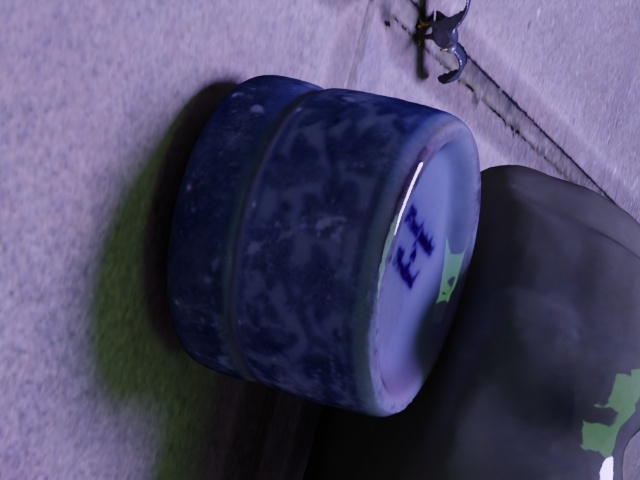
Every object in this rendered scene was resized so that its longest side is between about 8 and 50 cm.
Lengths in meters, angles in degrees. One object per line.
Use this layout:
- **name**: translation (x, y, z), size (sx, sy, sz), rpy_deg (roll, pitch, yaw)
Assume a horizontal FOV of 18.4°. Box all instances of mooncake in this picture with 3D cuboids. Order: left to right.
- **mooncake**: translation (0.090, 0.093, 1.057), size (0.275, 0.135, 0.275), rpy_deg (-157, -90, -82)

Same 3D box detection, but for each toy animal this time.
- **toy animal**: translation (0.073, -0.123, 1.167), size (0.050, 0.028, 0.084), rpy_deg (-53, 152, -50)

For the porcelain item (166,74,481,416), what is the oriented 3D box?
- **porcelain item**: translation (0.000, 0.000, 0.921), size (0.147, 0.114, 0.147), rpy_deg (15, 90, -70)
